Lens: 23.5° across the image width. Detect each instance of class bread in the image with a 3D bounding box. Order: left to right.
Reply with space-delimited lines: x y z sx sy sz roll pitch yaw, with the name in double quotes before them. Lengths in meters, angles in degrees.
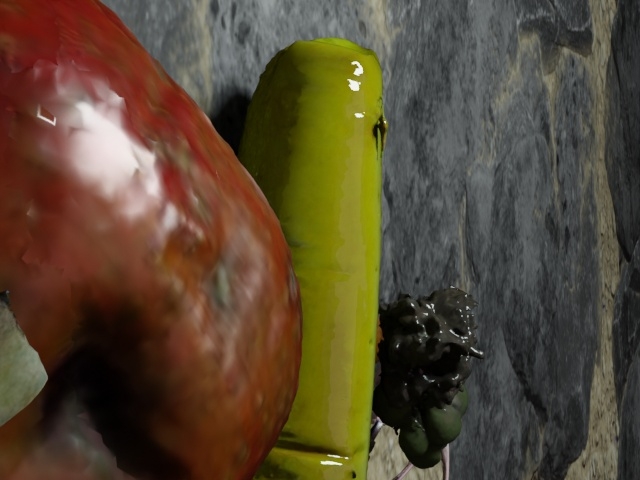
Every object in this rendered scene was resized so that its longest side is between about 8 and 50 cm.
"bread" -0.018 0.050 1.036 0.166 0.112 0.383 91 3 -83

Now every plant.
"plant" 0.070 0.094 1.059 0.085 0.087 0.174 -51 155 -31

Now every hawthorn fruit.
"hawthorn fruit" -0.138 0.019 0.575 0.261 0.258 0.258 64 24 -1

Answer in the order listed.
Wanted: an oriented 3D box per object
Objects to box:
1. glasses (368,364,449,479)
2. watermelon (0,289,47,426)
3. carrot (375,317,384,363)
"glasses" 0.060 0.165 1.180 0.162 0.095 0.255 81 33 -70
"watermelon" -0.226 -0.046 0.295 0.175 0.188 0.321 -43 128 -19
"carrot" 0.000 0.000 1.182 0.061 0.061 0.209 -57 138 -55
